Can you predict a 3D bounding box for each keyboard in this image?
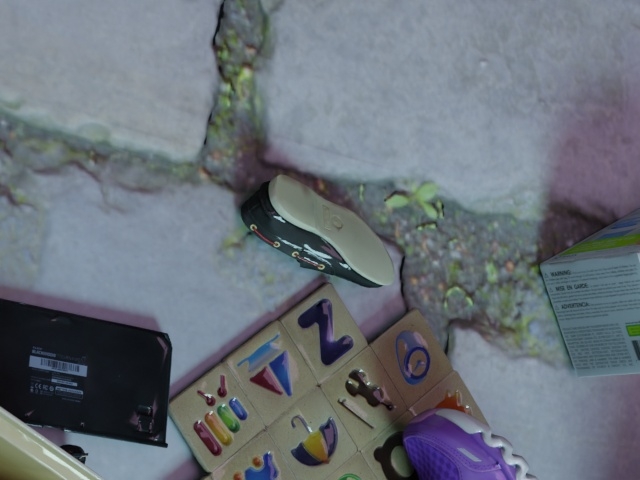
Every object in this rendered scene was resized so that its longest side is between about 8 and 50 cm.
[{"bbox_3d":[-0.176,0.099,1.149,0.180,0.023,0.108,14,70,-36],"label":"keyboard"}]

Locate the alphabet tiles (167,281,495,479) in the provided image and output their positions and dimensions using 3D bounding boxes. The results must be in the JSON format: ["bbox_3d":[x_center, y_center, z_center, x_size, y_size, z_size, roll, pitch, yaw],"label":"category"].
[{"bbox_3d":[0.037,0.216,1.283,0.285,0.011,0.342,-37,100,-35],"label":"alphabet tiles"}]

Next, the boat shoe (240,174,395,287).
[{"bbox_3d":[0.000,-0.001,1.288,0.133,0.042,0.049,32,41,-33],"label":"boat shoe"}]

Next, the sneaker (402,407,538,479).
[{"bbox_3d":[0.116,0.236,1.273,0.104,0.095,0.236,-30,97,-28],"label":"sneaker"}]

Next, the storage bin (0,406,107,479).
[{"bbox_3d":[-0.278,0.198,0.992,0.260,0.123,0.262,41,63,-29],"label":"storage bin"}]

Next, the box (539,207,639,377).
[{"bbox_3d":[0.298,0.026,1.474,0.203,0.114,0.103,-26,100,-38],"label":"box"}]
